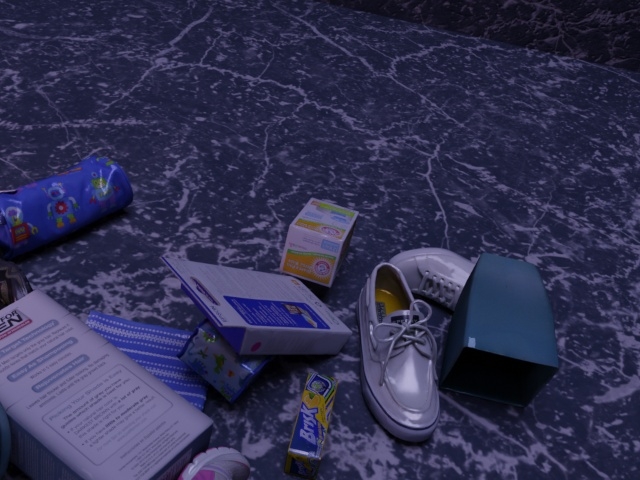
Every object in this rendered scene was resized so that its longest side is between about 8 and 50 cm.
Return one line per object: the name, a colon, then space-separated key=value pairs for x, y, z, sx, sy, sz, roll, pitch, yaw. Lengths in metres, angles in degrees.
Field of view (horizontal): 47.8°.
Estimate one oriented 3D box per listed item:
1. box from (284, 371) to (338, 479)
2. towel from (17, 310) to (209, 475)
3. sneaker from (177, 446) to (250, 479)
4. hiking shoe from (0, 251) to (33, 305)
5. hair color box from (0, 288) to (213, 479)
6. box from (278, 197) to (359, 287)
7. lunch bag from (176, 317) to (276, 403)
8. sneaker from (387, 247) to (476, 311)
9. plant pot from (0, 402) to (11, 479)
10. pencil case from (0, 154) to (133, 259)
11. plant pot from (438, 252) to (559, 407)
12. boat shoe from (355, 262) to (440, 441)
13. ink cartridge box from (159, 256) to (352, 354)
box: x=-0.014 y=0.300 z=1.181 sx=0.054 sy=0.059 sz=0.169 roll=13 pitch=38 yaw=3
towel: x=-0.310 y=0.253 z=1.172 sx=0.243 sy=0.040 sz=0.336 roll=11 pitch=38 yaw=-4
sneaker: x=-0.166 y=0.378 z=0.986 sx=0.111 sy=0.103 sz=0.252 roll=31 pitch=27 yaw=20
hiking shoe: x=-0.591 y=0.083 z=1.283 sx=0.114 sy=0.086 sz=0.227 roll=-36 pitch=53 yaw=-28
hair color box: x=-0.361 y=0.243 z=1.049 sx=0.374 sy=0.114 sz=0.185 roll=32 pitch=39 yaw=19
box: x=0.000 y=0.000 z=1.477 sx=0.114 sy=0.103 sz=0.203 roll=18 pitch=21 yaw=6
lunch bag: x=-0.150 y=0.186 z=1.232 sx=0.129 sy=0.096 sz=0.151 roll=39 pitch=25 yaw=5
sneaker: x=0.277 y=0.097 z=1.474 sx=0.290 sy=0.106 sz=0.123 roll=11 pitch=36 yaw=-5
plant pot: x=-0.517 y=0.264 z=0.891 sx=0.293 sy=0.293 sz=0.196 roll=27 pitch=6 yaw=18
pencil case: x=-0.527 y=-0.075 z=1.443 sx=0.119 sy=0.133 sz=0.306 roll=0 pitch=23 yaw=43
plant pot: x=0.328 y=0.153 z=1.332 sx=0.165 sy=0.166 sz=0.234 roll=13 pitch=52 yaw=0
boat shoe: x=0.148 y=0.173 z=1.304 sx=0.135 sy=0.156 sz=0.367 roll=5 pitch=39 yaw=-9
ink cartridge box: x=-0.108 y=0.118 z=1.236 sx=0.176 sy=0.069 sz=0.371 roll=42 pitch=14 yaw=31
